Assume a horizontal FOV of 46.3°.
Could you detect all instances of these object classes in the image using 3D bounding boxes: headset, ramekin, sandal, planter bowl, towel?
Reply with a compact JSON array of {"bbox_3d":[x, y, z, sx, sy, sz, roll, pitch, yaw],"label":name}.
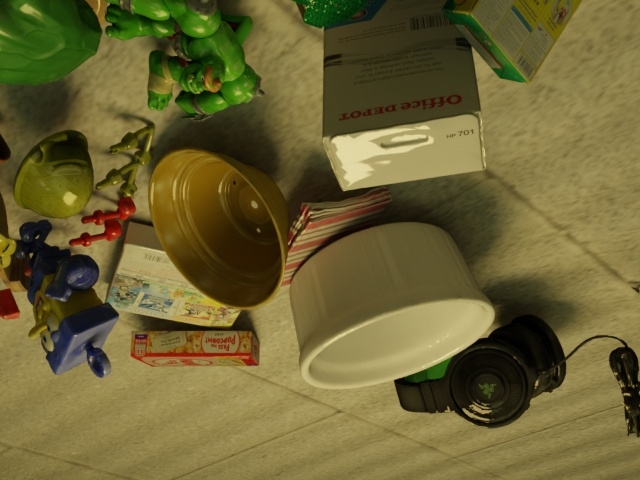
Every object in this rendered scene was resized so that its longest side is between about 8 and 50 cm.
[{"bbox_3d":[0.305,0.228,1.174,0.394,0.185,0.243,-18,178,42],"label":"headset"},{"bbox_3d":[0.090,0.091,1.045,0.277,0.135,0.277,-14,153,-7],"label":"ramekin"},{"bbox_3d":[-0.462,0.005,1.016,0.079,0.088,0.240,-3,149,-6],"label":"sandal"},{"bbox_3d":[-0.106,-0.029,0.935,0.217,0.090,0.217,19,127,28],"label":"planter bowl"},{"bbox_3d":[0.000,0.000,1.016,0.144,0.029,0.197,-15,155,-36],"label":"towel"}]

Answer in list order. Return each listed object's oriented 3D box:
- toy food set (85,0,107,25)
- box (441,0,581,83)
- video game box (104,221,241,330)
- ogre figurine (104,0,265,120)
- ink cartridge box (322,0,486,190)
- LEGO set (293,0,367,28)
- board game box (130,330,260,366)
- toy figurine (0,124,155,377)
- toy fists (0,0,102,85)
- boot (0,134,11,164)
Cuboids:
[{"bbox_3d":[-0.248,-0.244,0.733,0.083,0.020,0.082,14,141,-18],"label":"toy food set"},{"bbox_3d":[0.191,-0.242,0.654,0.105,0.043,0.179,35,88,-38],"label":"box"},{"bbox_3d":[-0.206,0.060,1.126,0.205,0.048,0.187,14,140,-18],"label":"video game box"},{"bbox_3d":[-0.133,-0.193,0.750,0.118,0.097,0.197,4,132,24],"label":"ogre figurine"},{"bbox_3d":[0.077,-0.151,0.716,0.139,0.191,0.082,-7,144,11],"label":"ink cartridge box"},{"bbox_3d":[0.013,-0.329,0.537,0.255,0.192,0.331,-7,160,-45],"label":"LEGO set"},{"bbox_3d":[-0.205,0.183,1.257,0.193,0.045,0.147,0,164,1],"label":"board game box"},{"bbox_3d":[-0.282,0.055,0.922,0.191,0.217,0.362,-13,154,-42],"label":"toy figurine"},{"bbox_3d":[-0.347,-0.171,0.689,0.279,0.096,0.142,-19,-177,18],"label":"toy fists"},{"bbox_3d":[-0.511,-0.133,0.821,0.220,0.109,0.283,-23,128,16],"label":"boot"}]
